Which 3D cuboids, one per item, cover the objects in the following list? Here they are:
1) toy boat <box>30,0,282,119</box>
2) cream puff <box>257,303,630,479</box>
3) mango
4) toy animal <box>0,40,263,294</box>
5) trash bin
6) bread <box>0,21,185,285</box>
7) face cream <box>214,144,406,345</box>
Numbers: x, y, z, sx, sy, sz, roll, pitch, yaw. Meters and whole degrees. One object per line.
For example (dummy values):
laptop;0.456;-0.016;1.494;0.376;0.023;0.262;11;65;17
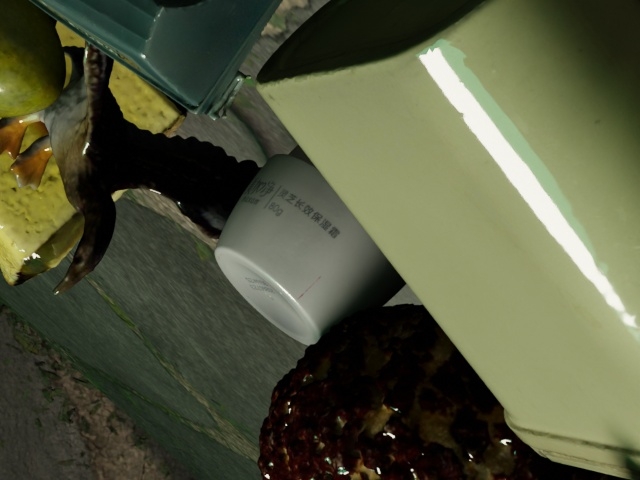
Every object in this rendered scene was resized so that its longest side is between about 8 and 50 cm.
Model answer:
toy boat;-0.118;-0.171;0.850;0.296;0.114;0.122;37;-179;39
cream puff;0.082;0.119;0.975;0.239;0.165;0.239;3;-177;0
mango;-0.223;-0.155;0.997;0.146;0.129;0.289;54;-178;-21
toy animal;-0.143;-0.049;1.089;0.160;0.197;0.272;15;157;39
trash bin;0.107;-0.014;0.745;0.247;0.121;0.243;49;162;-17
bread;-0.249;-0.113;1.229;0.264;0.167;0.163;47;164;-5
face cream;0.000;0.000;1.039;0.117;0.104;0.117;39;165;13
